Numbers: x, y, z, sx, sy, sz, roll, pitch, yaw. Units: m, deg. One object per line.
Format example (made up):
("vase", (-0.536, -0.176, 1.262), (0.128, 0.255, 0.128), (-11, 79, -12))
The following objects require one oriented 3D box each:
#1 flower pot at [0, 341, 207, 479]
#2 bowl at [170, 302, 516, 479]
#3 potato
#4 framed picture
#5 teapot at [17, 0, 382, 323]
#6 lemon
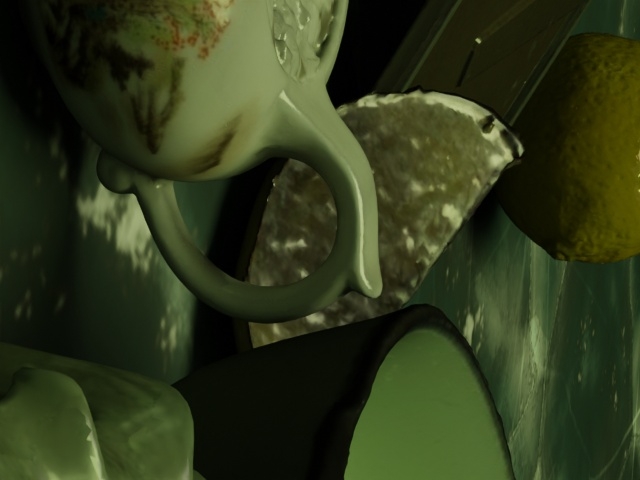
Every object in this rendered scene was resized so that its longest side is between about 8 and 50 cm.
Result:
("flower pot", (-0.149, 0.131, 0.491), (0.367, 0.165, 0.254), (41, 61, -71))
("bowl", (-0.030, 0.206, 0.810), (0.354, 0.185, 0.353), (-5, 90, -73))
("potato", (-0.002, 0.002, 1.101), (0.120, 0.100, 0.261), (49, 51, -12))
("framed picture", (0.111, -0.128, 1.322), (0.232, 0.024, 0.315), (-58, 164, 8))
("teapot", (-0.038, -0.115, 0.823), (0.204, 0.139, 0.298), (-40, 132, -70))
("lemon", (0.222, -0.071, 1.609), (0.203, 0.178, 0.178), (-66, 157, -21))
